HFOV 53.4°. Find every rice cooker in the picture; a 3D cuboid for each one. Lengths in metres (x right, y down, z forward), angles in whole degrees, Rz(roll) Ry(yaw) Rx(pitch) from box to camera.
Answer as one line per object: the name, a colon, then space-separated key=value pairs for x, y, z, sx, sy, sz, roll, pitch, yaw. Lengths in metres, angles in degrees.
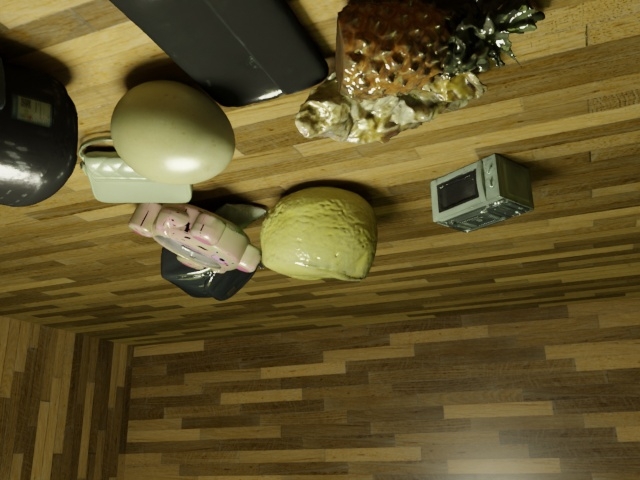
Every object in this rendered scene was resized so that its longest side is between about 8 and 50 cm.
rice cooker: x=-0.565 y=-0.192 z=1.127 sx=0.225 sy=0.266 sz=0.267 roll=8 pitch=160 yaw=-44

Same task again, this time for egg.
egg: x=-0.269 y=-0.195 z=1.172 sx=0.254 sy=0.188 sz=0.188 roll=19 pitch=169 yaw=24

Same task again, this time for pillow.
pillow: x=-0.262 y=-0.055 z=1.826 sx=0.128 sy=0.050 sz=0.229 roll=10 pitch=157 yaw=-33

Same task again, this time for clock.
clock: x=-0.332 y=-0.005 z=1.722 sx=0.310 sy=0.114 sz=0.284 roll=10 pitch=157 yaw=38

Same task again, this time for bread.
bread: x=0.001 y=-0.011 z=1.704 sx=0.321 sy=0.237 sz=0.320 roll=7 pitch=167 yaw=2

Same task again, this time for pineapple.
pineapple: x=0.192 y=-0.307 z=0.984 sx=0.341 sy=0.169 sz=0.169 roll=-8 pitch=161 yaw=-1

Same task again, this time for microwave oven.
microwave oven: x=0.402 y=-0.109 z=1.593 sx=0.162 sy=0.122 sz=0.208 roll=15 pitch=155 yaw=-36

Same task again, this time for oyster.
oyster: x=0.116 y=-0.250 z=1.170 sx=0.352 sy=0.114 sz=0.238 roll=-12 pitch=165 yaw=-18

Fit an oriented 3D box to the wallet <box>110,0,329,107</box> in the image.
wallet: x=-0.161 y=-0.340 z=0.985 sx=0.229 sy=0.062 sz=0.406 roll=-9 pitch=160 yaw=21

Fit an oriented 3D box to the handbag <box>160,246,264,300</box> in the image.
handbag: x=-0.345 y=0.101 z=2.078 sx=0.275 sy=0.177 sz=0.302 roll=-3 pitch=161 yaw=7

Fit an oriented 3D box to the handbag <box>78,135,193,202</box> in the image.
handbag: x=-0.419 y=-0.170 z=1.462 sx=0.256 sy=0.079 sz=0.219 roll=0 pitch=150 yaw=-4
